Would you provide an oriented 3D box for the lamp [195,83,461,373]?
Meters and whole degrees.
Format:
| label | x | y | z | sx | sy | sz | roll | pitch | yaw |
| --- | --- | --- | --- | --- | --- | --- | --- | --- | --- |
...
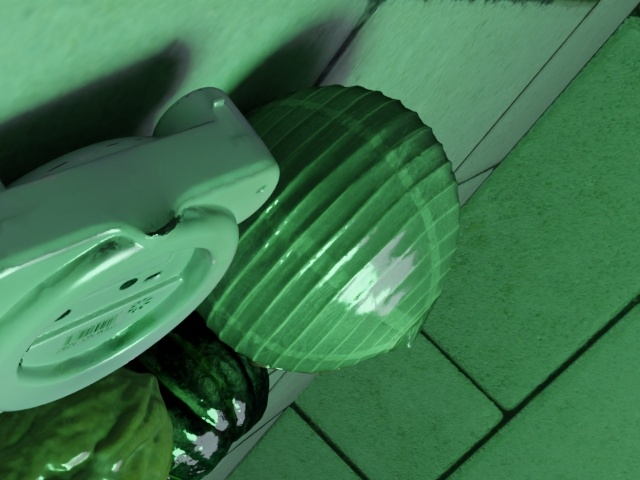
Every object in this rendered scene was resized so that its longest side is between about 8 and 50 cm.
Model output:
| label | x | y | z | sx | sy | sz | roll | pitch | yaw |
| --- | --- | --- | --- | --- | --- | --- | --- | --- | --- |
| lamp | 0.000 | 0.000 | 0.759 | 0.265 | 0.233 | 0.233 | -44 | 170 | 16 |

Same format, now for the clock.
| label | x | y | z | sx | sy | sz | roll | pitch | yaw |
| --- | --- | --- | --- | --- | --- | --- | --- | --- | --- |
| clock | -0.154 | 0.023 | 0.590 | 0.228 | 0.090 | 0.248 | -25 | 162 | -36 |

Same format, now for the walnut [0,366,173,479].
| label | x | y | z | sx | sy | sz | roll | pitch | yaw |
| --- | --- | --- | --- | --- | --- | --- | --- | --- | --- |
| walnut | -0.225 | 0.202 | 0.786 | 0.230 | 0.178 | 0.178 | -46 | 170 | -23 |

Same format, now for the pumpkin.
| label | x | y | z | sx | sy | sz | roll | pitch | yaw |
| --- | --- | --- | --- | --- | --- | --- | --- | --- | --- |
| pumpkin | -0.157 | 0.173 | 0.968 | 0.220 | 0.162 | 0.220 | -39 | 178 | -2 |
